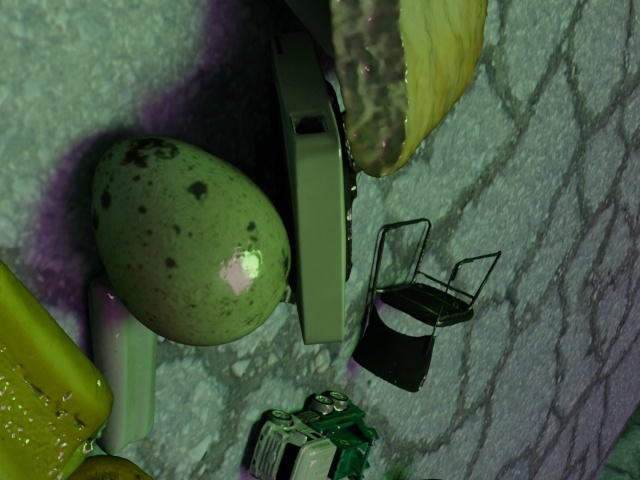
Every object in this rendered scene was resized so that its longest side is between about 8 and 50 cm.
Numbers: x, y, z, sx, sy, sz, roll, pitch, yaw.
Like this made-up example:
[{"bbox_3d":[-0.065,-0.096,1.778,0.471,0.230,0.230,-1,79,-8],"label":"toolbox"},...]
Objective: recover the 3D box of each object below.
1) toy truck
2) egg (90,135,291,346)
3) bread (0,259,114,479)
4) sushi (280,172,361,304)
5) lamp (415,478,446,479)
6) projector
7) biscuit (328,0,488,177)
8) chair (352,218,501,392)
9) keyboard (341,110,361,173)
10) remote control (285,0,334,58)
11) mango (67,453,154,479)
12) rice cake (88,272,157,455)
[{"bbox_3d":[0.004,0.294,1.495,0.216,0.116,0.110,-1,111,-57],"label":"toy truck"},{"bbox_3d":[-0.131,-0.002,1.028,0.228,0.177,0.177,50,60,-13],"label":"egg"},{"bbox_3d":[-0.311,0.095,0.888,0.166,0.112,0.383,-50,145,-21],"label":"bread"},{"bbox_3d":[0.000,0.000,1.378,0.139,0.031,0.201,7,104,-58],"label":"sushi"},{"bbox_3d":[0.192,0.539,1.852,0.247,0.247,0.247,-35,137,-41],"label":"lamp"},{"bbox_3d":[-0.007,-0.061,1.141,0.079,0.257,0.259,-5,126,-5],"label":"projector"},{"bbox_3d":[0.095,-0.333,1.139,0.446,0.104,0.429,-47,132,-61],"label":"biscuit"},{"bbox_3d":[0.154,0.098,1.577,0.145,0.140,0.221,-8,118,-54],"label":"chair"},{"bbox_3d":[0.070,-0.145,1.385,0.250,0.017,0.087,-35,119,-41],"label":"keyboard"},{"bbox_3d":[-0.011,-0.307,1.116,0.313,0.055,0.109,41,59,-57],"label":"remote control"},{"bbox_3d":[-0.255,0.311,1.088,0.249,0.151,0.156,-5,127,-55],"label":"mango"},{"bbox_3d":[-0.212,0.129,1.132,0.080,0.042,0.221,-32,135,-50],"label":"rice cake"}]
